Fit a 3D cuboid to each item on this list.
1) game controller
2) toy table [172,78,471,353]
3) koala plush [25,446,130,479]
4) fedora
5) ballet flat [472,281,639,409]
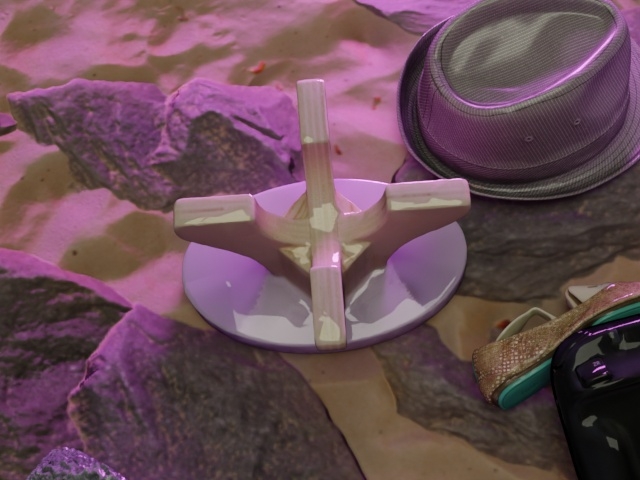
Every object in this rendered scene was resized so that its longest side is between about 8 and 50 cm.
[{"bbox_3d":[0.363,0.128,0.887,0.319,0.067,0.166,-13,90,-7],"label":"game controller"},{"bbox_3d":[0.000,0.000,0.939,0.274,0.161,0.252,-15,66,-3],"label":"toy table"},{"bbox_3d":[-0.196,0.301,0.822,0.203,0.196,0.221,23,71,27],"label":"koala plush"},{"bbox_3d":[0.209,-0.167,1.010,0.276,0.124,0.243,-14,67,-1],"label":"fedora"},{"bbox_3d":[0.228,0.077,0.936,0.206,0.073,0.067,-26,53,-10],"label":"ballet flat"}]
